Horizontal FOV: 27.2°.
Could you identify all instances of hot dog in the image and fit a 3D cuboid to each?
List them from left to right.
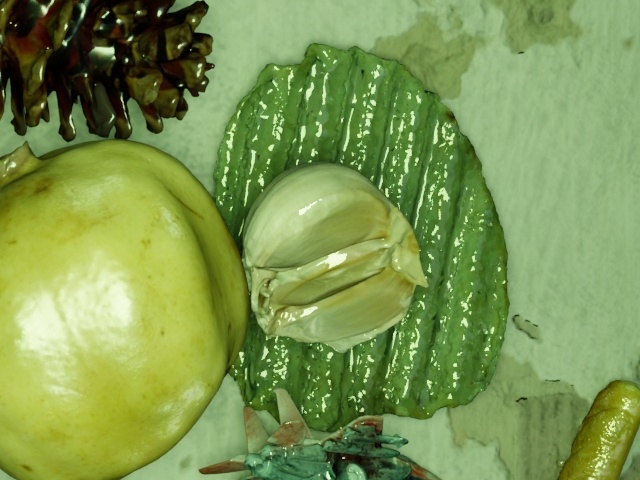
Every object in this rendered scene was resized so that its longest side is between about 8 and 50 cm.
[{"bbox_3d":[0.312,0.298,1.565,0.061,0.088,0.285,22,82,-15],"label":"hot dog"}]

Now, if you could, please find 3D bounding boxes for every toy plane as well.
[{"bbox_3d":[0.037,0.255,1.429,0.326,0.223,0.104,28,44,-35],"label":"toy plane"}]

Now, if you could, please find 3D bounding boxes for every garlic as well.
[{"bbox_3d":[0.000,0.000,1.338,0.178,0.142,0.229,-22,143,0],"label":"garlic"}]

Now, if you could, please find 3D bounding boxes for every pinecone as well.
[{"bbox_3d":[-0.230,-0.199,1.258,0.292,0.246,0.246,16,87,-28],"label":"pinecone"}]

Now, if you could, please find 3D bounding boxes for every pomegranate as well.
[{"bbox_3d":[-0.228,0.062,1.226,0.333,0.332,0.332,-1,93,-20],"label":"pomegranate"}]

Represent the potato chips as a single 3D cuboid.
[{"bbox_3d":[0.045,0.004,1.457,0.359,0.070,0.429,8,90,-19],"label":"potato chips"}]
